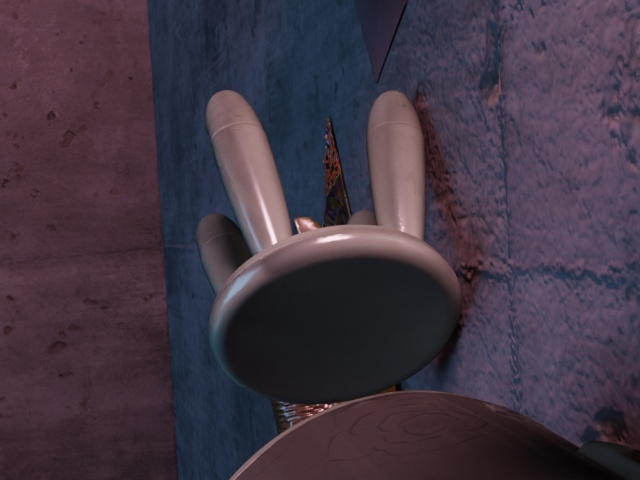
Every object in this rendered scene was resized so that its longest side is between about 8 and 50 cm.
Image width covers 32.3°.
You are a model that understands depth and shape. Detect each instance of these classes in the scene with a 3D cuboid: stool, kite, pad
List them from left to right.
[{"bbox_3d":[0.000,0.000,0.896,0.195,0.195,0.198,102,163,-47],"label":"stool"},{"bbox_3d":[0.021,-0.011,1.165,0.125,0.008,0.222,-132,40,-63],"label":"kite"},{"bbox_3d":[0.043,-0.252,1.018,0.113,0.006,0.187,112,150,-57],"label":"pad"}]

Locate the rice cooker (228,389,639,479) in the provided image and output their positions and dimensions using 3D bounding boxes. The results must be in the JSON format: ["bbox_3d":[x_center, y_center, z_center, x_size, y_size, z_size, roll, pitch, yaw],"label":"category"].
[{"bbox_3d":[0.076,0.221,0.518,0.277,0.289,0.288,-164,71,-73],"label":"rice cooker"}]

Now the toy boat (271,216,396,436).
[{"bbox_3d":[0.007,0.133,1.037,0.089,0.115,0.310,135,129,-71],"label":"toy boat"}]
